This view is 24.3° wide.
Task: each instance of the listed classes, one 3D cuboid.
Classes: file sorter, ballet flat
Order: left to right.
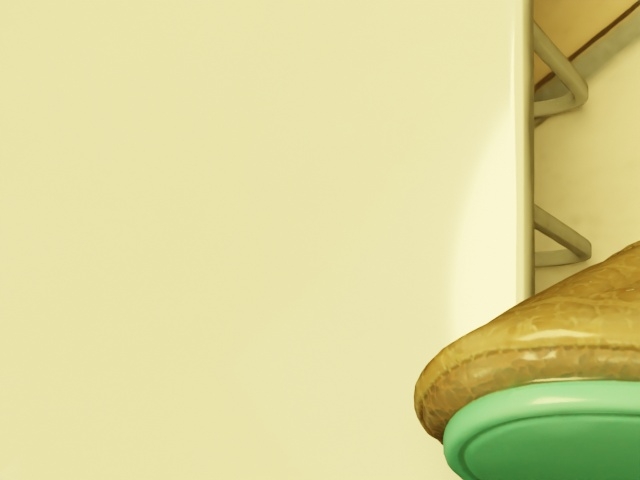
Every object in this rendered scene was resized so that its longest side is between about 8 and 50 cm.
[{"bbox_3d":[0.000,0.000,0.553,0.193,0.173,0.277,-2,80,21],"label":"file sorter"},{"bbox_3d":[0.188,0.039,0.440,0.342,0.116,0.124,14,62,-14],"label":"ballet flat"}]
